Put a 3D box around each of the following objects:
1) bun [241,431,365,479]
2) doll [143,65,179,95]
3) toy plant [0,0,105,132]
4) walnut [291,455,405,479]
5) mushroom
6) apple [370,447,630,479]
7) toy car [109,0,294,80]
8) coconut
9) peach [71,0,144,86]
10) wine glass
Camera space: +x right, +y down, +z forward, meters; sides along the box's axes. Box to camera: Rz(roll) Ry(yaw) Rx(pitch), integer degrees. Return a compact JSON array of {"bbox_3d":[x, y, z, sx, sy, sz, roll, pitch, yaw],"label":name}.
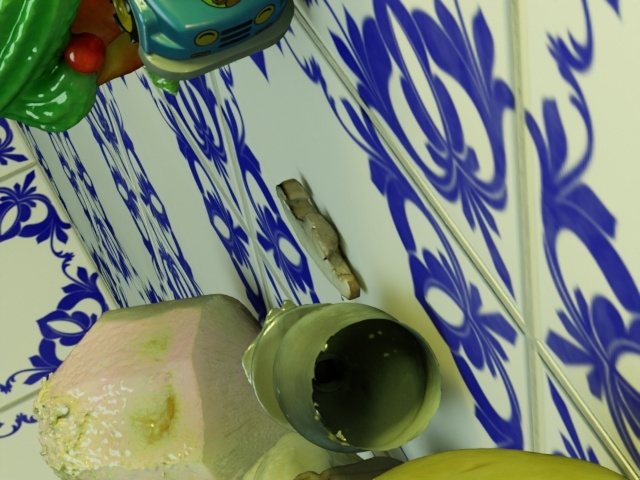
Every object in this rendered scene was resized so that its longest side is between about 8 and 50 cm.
[{"bbox_3d":[0.010,0.270,1.482,0.229,0.145,0.229,49,-166,-17],"label":"bun"},{"bbox_3d":[-0.162,-0.196,1.537,0.190,0.050,0.115,58,175,22],"label":"doll"},{"bbox_3d":[-0.195,-0.152,1.044,0.240,0.154,0.088,95,-168,-49],"label":"toy plant"},{"bbox_3d":[0.027,0.261,1.264,0.224,0.224,0.224,60,169,20],"label":"walnut"},{"bbox_3d":[0.000,0.000,1.293,0.101,0.019,0.049,58,169,17],"label":"mushroom"},{"bbox_3d":[0.082,0.220,0.812,0.262,0.262,0.262,60,169,20],"label":"apple"},{"bbox_3d":[-0.088,-0.195,1.048,0.191,0.097,0.100,62,162,11],"label":"toy car"},{"bbox_3d":[-0.128,0.169,1.758,0.233,0.245,0.233,25,-119,-59],"label":"coconut"},{"bbox_3d":[-0.192,-0.208,1.208,0.243,0.199,0.243,45,170,10],"label":"peach"},{"bbox_3d":[0.015,0.087,1.218,0.103,0.103,0.222,65,169,-3],"label":"wine glass"}]
